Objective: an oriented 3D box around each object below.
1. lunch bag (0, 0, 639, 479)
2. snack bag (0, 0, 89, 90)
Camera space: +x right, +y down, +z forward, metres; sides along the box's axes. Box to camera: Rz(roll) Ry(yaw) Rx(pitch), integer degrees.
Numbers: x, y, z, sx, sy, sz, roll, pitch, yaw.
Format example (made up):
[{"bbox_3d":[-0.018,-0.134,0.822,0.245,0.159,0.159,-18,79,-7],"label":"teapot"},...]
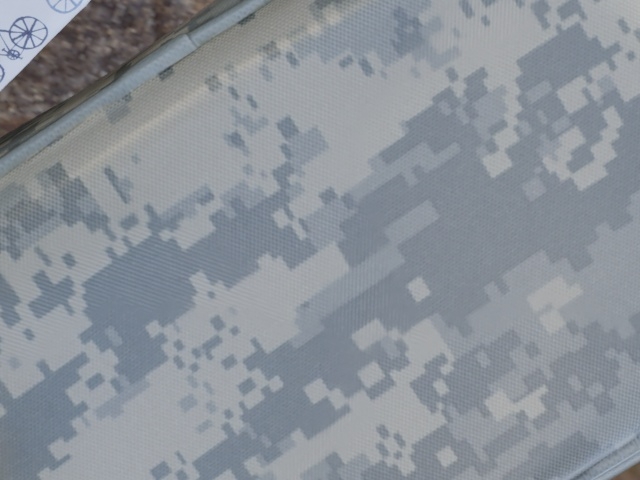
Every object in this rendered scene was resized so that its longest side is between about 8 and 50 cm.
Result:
[{"bbox_3d":[0.000,0.000,0.529,0.305,0.256,0.212,-34,102,2],"label":"lunch bag"},{"bbox_3d":[-0.369,-0.232,1.044,0.323,0.037,0.342,-37,128,24],"label":"snack bag"}]
